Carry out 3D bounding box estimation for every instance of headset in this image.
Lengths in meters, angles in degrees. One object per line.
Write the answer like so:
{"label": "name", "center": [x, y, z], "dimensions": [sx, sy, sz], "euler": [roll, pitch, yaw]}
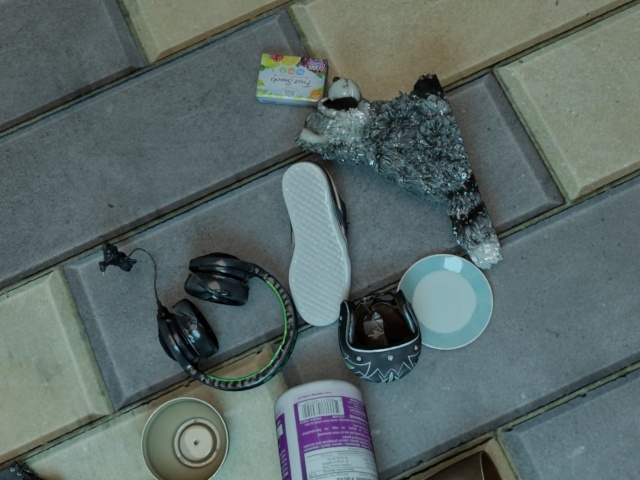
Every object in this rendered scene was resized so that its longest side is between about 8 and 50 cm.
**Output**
{"label": "headset", "center": [-0.233, 0.121, 1.520], "dimensions": [0.394, 0.185, 0.243], "euler": [29, 80, 14]}

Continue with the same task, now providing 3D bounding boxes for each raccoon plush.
{"label": "raccoon plush", "center": [0.138, -0.121, 1.548], "dimensions": [0.299, 0.216, 0.446], "euler": [-21, 75, 8]}

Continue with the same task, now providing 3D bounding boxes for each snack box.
{"label": "snack box", "center": [-0.059, -0.338, 1.695], "dimensions": [0.141, 0.037, 0.100], "euler": [6, 78, 7]}

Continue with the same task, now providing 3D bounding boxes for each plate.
{"label": "plate", "center": [0.241, 0.120, 1.561], "dimensions": [0.188, 0.024, 0.188], "euler": [-1, 76, 4]}

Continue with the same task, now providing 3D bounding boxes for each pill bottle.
{"label": "pill bottle", "center": [0.017, 0.411, 1.393], "dimensions": [0.169, 0.169, 0.302], "euler": [-11, 56, 2]}

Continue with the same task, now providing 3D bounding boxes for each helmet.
{"label": "helmet", "center": [0.110, 0.184, 1.481], "dimensions": [0.169, 0.169, 0.162], "euler": [-13, 71, 2]}

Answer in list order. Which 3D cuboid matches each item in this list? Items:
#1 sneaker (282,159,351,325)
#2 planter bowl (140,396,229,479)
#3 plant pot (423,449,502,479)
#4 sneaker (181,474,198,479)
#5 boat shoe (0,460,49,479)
{"label": "sneaker", "center": [0.000, 0.000, 1.571], "dimensions": [0.126, 0.127, 0.321], "euler": [-3, 100, 10]}
{"label": "planter bowl", "center": [-0.242, 0.378, 1.496], "dimensions": [0.162, 0.109, 0.162], "euler": [-1, 76, 4]}
{"label": "plant pot", "center": [0.211, 0.504, 1.392], "dimensions": [0.230, 0.215, 0.215], "euler": [-22, 75, 15]}
{"label": "sneaker", "center": [-0.353, 0.516, 1.453], "dimensions": [0.295, 0.147, 0.105], "euler": [-24, 73, -2]}
{"label": "boat shoe", "center": [-0.593, 0.460, 1.529], "dimensions": [0.228, 0.080, 0.076], "euler": [-4, 77, 12]}
